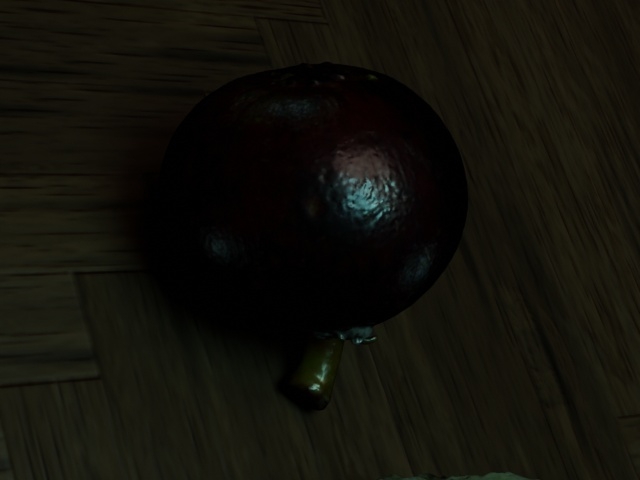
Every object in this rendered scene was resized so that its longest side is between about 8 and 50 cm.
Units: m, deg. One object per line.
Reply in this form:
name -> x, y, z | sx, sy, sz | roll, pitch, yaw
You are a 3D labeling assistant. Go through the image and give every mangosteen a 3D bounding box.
mangosteen -> 0.000, 0.000, 1.102 | 0.235, 0.235, 0.262 | -20, 113, -43

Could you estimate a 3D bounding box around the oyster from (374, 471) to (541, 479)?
oyster -> 0.012, 0.243, 0.937 | 0.351, 0.115, 0.238 | -21, 51, -24
